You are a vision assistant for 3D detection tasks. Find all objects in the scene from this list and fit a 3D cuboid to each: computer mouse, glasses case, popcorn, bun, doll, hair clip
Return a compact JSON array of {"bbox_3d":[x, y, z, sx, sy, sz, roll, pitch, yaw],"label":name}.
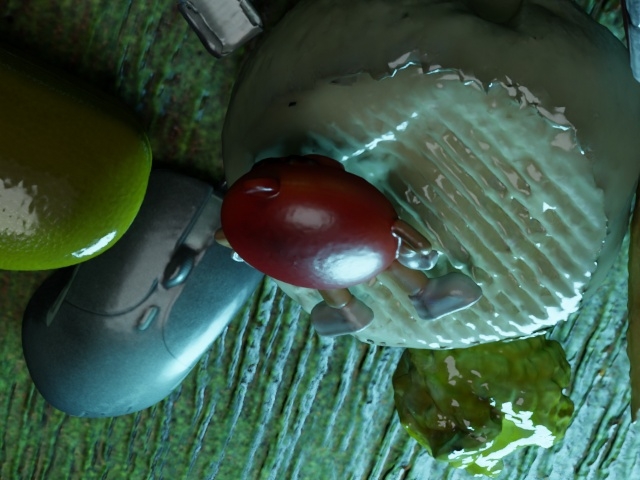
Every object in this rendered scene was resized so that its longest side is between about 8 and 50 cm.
[{"bbox_3d":[-0.149,0.039,1.509,0.167,0.090,0.379,26,121,-16],"label":"computer mouse"},{"bbox_3d":[-0.324,-0.091,1.365,0.371,0.141,0.173,26,103,-13],"label":"glasses case"},{"bbox_3d":[0.146,0.142,1.544,0.173,0.142,0.173,-14,127,-19],"label":"popcorn"},{"bbox_3d":[0.094,-0.083,1.338,0.359,0.211,0.360,9,134,9],"label":"bun"},{"bbox_3d":[0.000,0.000,1.245,0.183,0.085,0.217,-11,145,36],"label":"doll"},{"bbox_3d":[-0.120,-0.248,1.315,0.159,0.071,0.218,-38,122,19],"label":"hair clip"}]

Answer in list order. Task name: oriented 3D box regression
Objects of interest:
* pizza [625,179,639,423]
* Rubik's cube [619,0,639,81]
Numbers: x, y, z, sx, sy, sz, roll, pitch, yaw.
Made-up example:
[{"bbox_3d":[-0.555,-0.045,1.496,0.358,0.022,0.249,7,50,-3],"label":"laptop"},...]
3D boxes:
[{"bbox_3d":[0.320,0.037,1.408,0.075,0.280,0.287,3,163,30],"label":"pizza"},{"bbox_3d":[0.308,-0.292,1.114,0.253,0.259,0.256,-10,144,7],"label":"Rubik's cube"}]
